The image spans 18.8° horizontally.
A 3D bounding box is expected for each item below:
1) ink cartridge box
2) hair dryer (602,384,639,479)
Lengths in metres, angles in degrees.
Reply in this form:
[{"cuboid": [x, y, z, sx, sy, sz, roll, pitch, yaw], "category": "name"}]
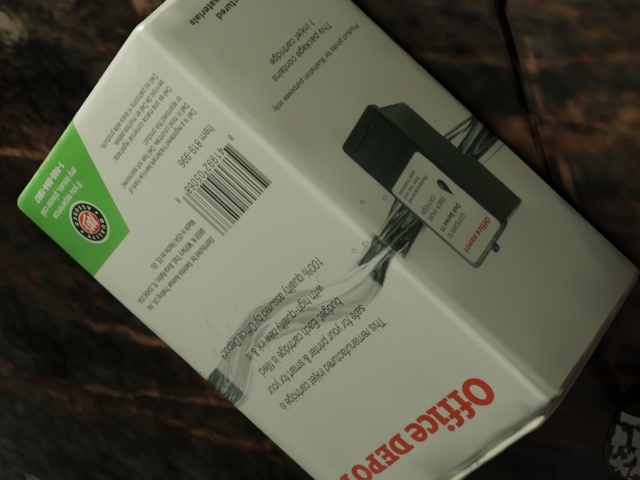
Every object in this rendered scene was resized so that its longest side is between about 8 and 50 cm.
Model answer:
[{"cuboid": [0.000, 0.000, 0.777, 0.208, 0.087, 0.153, 43, 142, -2], "category": "ink cartridge box"}, {"cuboid": [0.231, 0.077, 0.664, 0.293, 0.080, 0.224, 26, 140, 18], "category": "hair dryer"}]
